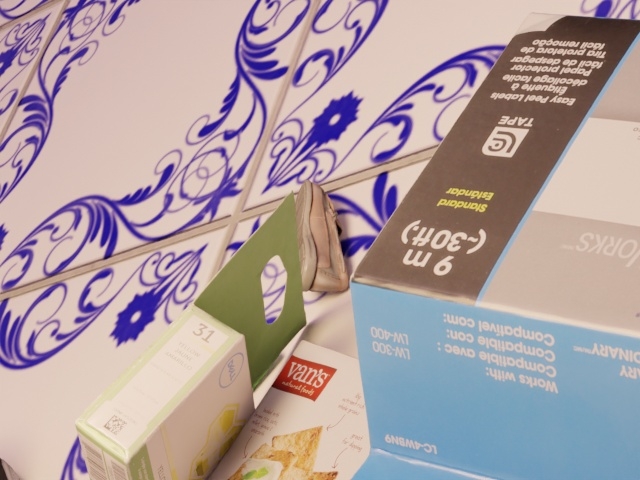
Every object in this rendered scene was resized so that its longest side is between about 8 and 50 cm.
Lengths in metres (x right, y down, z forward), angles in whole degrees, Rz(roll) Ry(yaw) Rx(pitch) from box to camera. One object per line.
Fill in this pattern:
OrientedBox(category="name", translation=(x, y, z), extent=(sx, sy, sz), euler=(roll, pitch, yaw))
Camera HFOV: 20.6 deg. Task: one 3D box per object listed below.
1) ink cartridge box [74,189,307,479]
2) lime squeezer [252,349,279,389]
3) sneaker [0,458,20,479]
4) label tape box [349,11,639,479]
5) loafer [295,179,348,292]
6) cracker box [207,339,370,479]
OrientedBox(category="ink cartridge box", translation=(-0.067, 0.102, 1.228), extent=(0.056, 0.171, 0.235), euler=(31, 60, 24))
OrientedBox(category="lime squeezer", translation=(-0.160, 0.180, 1.319), extent=(0.310, 0.110, 0.059), euler=(-25, 23, -23))
OrientedBox(category="sneaker", translation=(-0.302, 0.207, 1.380), extent=(0.101, 0.153, 0.268), euler=(-42, 21, -2))
OrientedBox(category="label tape box", translation=(0.160, 0.030, 0.972), extent=(0.249, 0.115, 0.347), euler=(10, 51, 37))
OrientedBox(category="loafer", translation=(0.000, 0.000, 1.389), extent=(0.125, 0.039, 0.045), euler=(-91, 18, -53))
OrientedBox(category="cracker box", translation=(-0.015, 0.187, 1.156), extent=(0.232, 0.067, 0.156), euler=(-55, 31, -14))
